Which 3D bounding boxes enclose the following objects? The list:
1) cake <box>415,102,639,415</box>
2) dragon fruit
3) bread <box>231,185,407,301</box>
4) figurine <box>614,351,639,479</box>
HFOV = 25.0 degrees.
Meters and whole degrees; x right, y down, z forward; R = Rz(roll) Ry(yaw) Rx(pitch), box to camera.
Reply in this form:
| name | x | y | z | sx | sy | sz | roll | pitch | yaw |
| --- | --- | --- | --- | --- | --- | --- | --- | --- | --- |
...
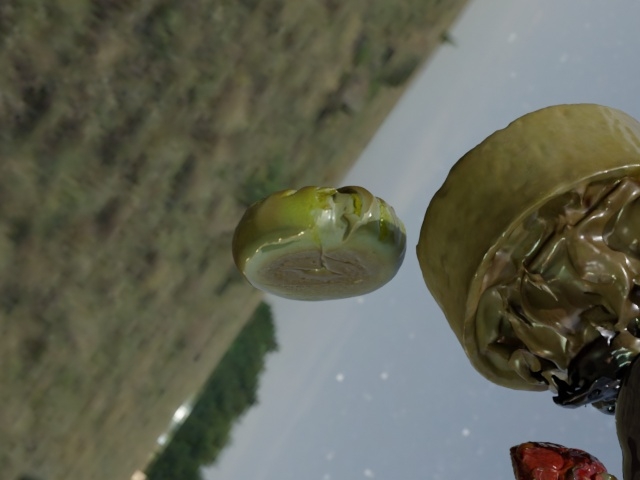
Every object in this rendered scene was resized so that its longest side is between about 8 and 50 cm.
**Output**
| name | x | y | z | sx | sy | sz | roll | pitch | yaw |
| --- | --- | --- | --- | --- | --- | --- | --- | --- | --- |
| cake | 0.302 | 0.059 | 1.549 | 0.332 | 0.332 | 0.321 | -55 | -140 | 20 |
| dragon fruit | 0.258 | 0.262 | 1.494 | 0.083 | 0.106 | 0.162 | 69 | 9 | -54 |
| bread | 0.000 | 0.000 | 1.758 | 0.213 | 0.213 | 0.105 | 126 | -32 | -50 |
| figurine | 0.324 | 0.235 | 1.119 | 0.218 | 0.206 | 0.365 | 17 | 79 | -69 |
